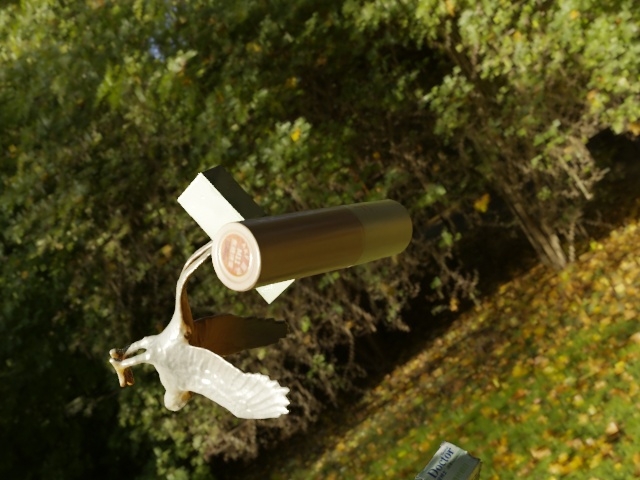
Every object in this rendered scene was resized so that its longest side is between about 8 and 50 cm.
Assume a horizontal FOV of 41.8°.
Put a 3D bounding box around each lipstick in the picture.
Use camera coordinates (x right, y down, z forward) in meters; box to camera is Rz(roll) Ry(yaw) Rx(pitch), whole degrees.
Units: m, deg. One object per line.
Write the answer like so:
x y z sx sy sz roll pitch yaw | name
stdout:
0.000 0.000 0.906 0.254 0.070 0.070 -11 -17 -48 | lipstick

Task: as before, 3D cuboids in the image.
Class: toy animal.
-0.205 0.145 1.297 0.302 0.284 0.225 -19 29 8 | toy animal

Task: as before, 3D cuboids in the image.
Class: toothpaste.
0.172 0.438 1.237 0.081 0.067 0.336 -41 -36 -41 | toothpaste

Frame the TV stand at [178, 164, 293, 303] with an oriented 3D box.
-0.145 -0.016 1.613 0.088 0.269 0.083 -43 -3 30 | TV stand
